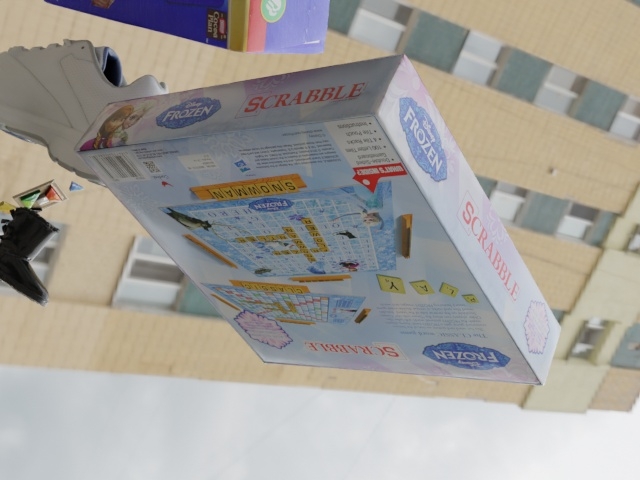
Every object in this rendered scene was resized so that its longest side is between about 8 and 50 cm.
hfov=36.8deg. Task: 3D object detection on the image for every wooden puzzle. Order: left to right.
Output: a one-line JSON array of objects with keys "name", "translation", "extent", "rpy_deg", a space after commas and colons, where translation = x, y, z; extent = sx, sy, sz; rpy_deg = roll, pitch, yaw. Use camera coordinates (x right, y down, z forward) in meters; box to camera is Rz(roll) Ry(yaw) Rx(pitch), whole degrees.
[{"name": "wooden puzzle", "translation": [-0.421, -0.062, 1.451], "extent": [0.116, 0.078, 0.014], "rpy_deg": [-26, -111, 2]}]

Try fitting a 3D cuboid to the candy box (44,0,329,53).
[{"name": "candy box", "translation": [-0.133, -0.338, 0.930], "extent": [0.317, 0.122, 0.268], "rpy_deg": [21, -65, 36]}]

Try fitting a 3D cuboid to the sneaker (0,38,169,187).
[{"name": "sneaker", "translation": [-0.270, -0.153, 1.003], "extent": [0.297, 0.111, 0.129], "rpy_deg": [26, -86, 22]}]

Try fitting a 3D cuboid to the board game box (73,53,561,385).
[{"name": "board game box", "translation": [0.000, 0.000, 0.823], "extent": [0.318, 0.318, 0.066], "rpy_deg": [-1, -131, 38]}]

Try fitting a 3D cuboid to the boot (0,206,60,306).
[{"name": "boot", "translation": [-0.380, 0.019, 1.262], "extent": [0.121, 0.045, 0.099], "rpy_deg": [30, -106, 18]}]
